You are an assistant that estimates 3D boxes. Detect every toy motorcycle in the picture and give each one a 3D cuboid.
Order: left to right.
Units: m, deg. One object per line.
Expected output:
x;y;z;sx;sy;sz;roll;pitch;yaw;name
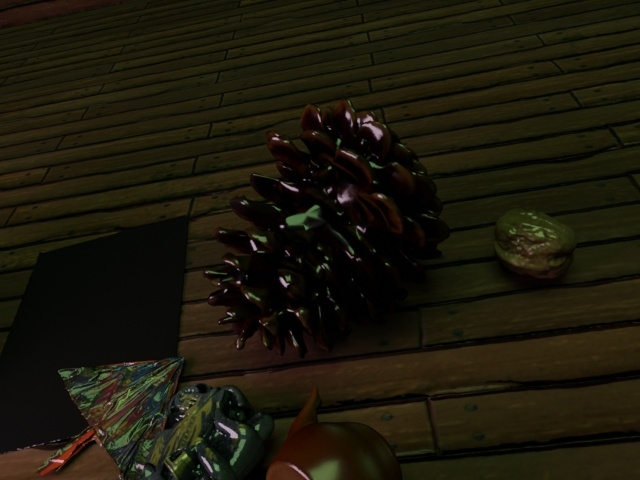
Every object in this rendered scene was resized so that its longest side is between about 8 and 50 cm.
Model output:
-0.104;0.202;0.538;0.124;0.061;0.193;-16;29;8;toy motorcycle

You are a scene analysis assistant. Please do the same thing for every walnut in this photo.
0.244;0.003;0.653;0.096;0.079;0.082;23;51;36;walnut

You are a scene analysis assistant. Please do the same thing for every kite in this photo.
-0.223;0.192;0.620;0.189;0.009;0.232;-38;45;-26;kite

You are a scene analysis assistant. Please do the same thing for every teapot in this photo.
0.024;0.207;0.475;0.116;0.116;0.173;-29;69;-17;teapot

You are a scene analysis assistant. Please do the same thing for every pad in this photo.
-0.304;0.103;0.759;0.247;0.007;0.368;-13;40;1;pad

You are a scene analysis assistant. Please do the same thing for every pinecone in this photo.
-0.003;-0.002;0.619;0.246;0.246;0.292;24;64;37;pinecone
